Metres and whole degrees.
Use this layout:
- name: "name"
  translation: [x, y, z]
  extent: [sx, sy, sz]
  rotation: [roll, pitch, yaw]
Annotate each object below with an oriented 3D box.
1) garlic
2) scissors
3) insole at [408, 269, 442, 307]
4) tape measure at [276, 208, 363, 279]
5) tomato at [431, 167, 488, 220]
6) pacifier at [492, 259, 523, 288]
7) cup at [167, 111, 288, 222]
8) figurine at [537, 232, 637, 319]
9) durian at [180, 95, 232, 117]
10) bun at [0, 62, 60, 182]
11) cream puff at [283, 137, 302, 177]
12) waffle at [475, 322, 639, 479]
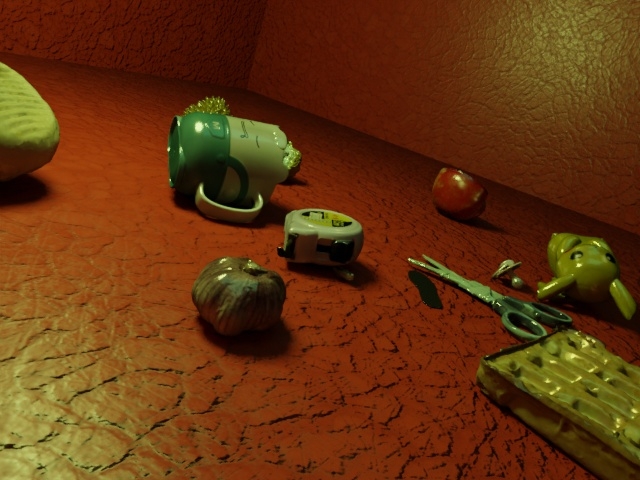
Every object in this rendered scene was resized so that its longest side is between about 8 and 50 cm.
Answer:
- name: "garlic"
  translation: [-0.122, 0.078, 0.843]
  extent: [0.147, 0.102, 0.159]
  rotation: [23, 19, 21]
- name: "scissors"
  translation: [0.375, 0.119, 1.270]
  extent: [0.383, 0.029, 0.256]
  rotation: [30, 22, 36]
- name: "insole"
  translation: [0.233, 0.106, 1.218]
  extent: [0.064, 0.004, 0.188]
  rotation: [14, 19, -6]
- name: "tape measure"
  translation: [0.004, 0.001, 1.183]
  extent: [0.178, 0.105, 0.196]
  rotation: [9, 17, 0]
- name: "tomato"
  translation: [0.483, -0.148, 1.955]
  extent: [0.200, 0.139, 0.233]
  rotation: [35, -9, 28]
- name: "pacifier"
  translation: [0.491, 0.092, 1.411]
  extent: [0.078, 0.081, 0.099]
  rotation: [60, 12, 17]
- name: "cup"
  translation: [-0.229, -0.171, 1.331]
  extent: [0.258, 0.219, 0.289]
  rotation: [6, 53, -27]
- name: "figurine"
  translation: [0.679, 0.080, 1.436]
  extent: [0.218, 0.169, 0.327]
  rotation: [5, 13, 15]
- name: "durian"
  translation: [-0.412, -0.444, 2.061]
  extent: [0.306, 0.166, 0.172]
  rotation: [25, 49, 38]
- name: "bun"
  translation: [-0.699, -0.228, 1.039]
  extent: [0.362, 0.234, 0.326]
  rotation: [26, 20, -24]
- name: "cream puff"
  translation: [-0.136, -0.250, 1.757]
  extent: [0.156, 0.121, 0.156]
  rotation: [10, 64, -22]
- name: "waffle"
  translation: [0.449, 0.254, 0.876]
  extent: [0.348, 0.077, 0.304]
  rotation: [-3, 26, -44]
